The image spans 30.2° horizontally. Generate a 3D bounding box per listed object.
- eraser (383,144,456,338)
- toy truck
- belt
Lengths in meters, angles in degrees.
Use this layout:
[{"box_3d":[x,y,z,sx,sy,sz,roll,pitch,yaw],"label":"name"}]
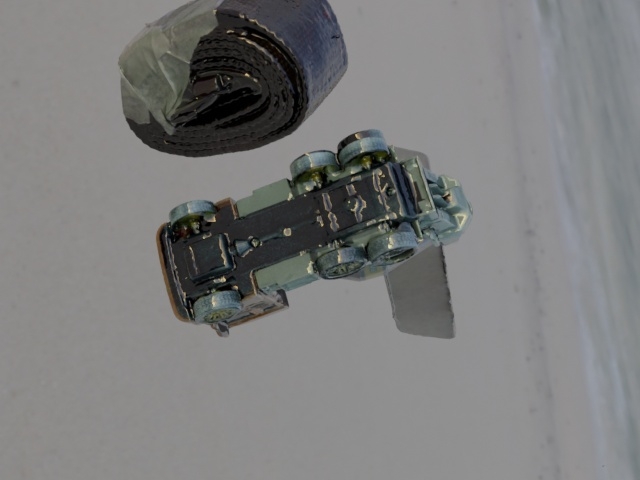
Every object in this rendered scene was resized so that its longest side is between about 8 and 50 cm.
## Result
[{"box_3d":[0.108,0.010,1.411,0.352,0.077,0.111,70,12,-61],"label":"eraser"},{"box_3d":[0.000,0.000,1.027,0.140,0.257,0.108,39,32,-67],"label":"toy truck"},{"box_3d":[-0.118,-0.195,1.409,0.184,0.289,0.164,58,42,-23],"label":"belt"}]
